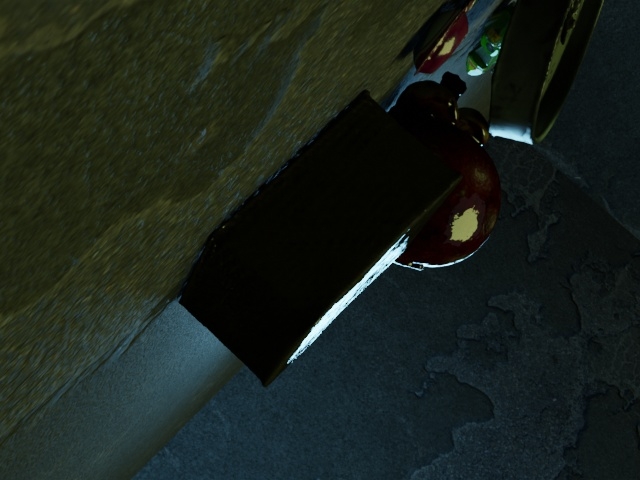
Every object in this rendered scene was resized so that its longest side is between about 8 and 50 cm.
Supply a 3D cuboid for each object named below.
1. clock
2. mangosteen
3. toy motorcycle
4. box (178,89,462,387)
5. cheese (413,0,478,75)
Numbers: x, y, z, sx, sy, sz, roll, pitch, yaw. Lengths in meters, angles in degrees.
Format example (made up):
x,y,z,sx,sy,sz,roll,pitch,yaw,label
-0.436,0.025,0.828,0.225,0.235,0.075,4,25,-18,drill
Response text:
x,y,z,sx,sy,sz,roll,pitch,yaw,label
0.293,-0.275,1.526,0.325,0.067,0.325,-60,163,-30,clock
0.132,-0.093,1.570,0.215,0.215,0.258,12,91,-85,mangosteen
0.281,-0.310,1.843,0.106,0.074,0.190,-37,173,-18,toy motorcycle
-0.002,-0.002,1.313,0.273,0.143,0.184,-44,174,-31,box
0.143,-0.233,1.363,0.145,0.038,0.095,-52,180,-35,cheese
